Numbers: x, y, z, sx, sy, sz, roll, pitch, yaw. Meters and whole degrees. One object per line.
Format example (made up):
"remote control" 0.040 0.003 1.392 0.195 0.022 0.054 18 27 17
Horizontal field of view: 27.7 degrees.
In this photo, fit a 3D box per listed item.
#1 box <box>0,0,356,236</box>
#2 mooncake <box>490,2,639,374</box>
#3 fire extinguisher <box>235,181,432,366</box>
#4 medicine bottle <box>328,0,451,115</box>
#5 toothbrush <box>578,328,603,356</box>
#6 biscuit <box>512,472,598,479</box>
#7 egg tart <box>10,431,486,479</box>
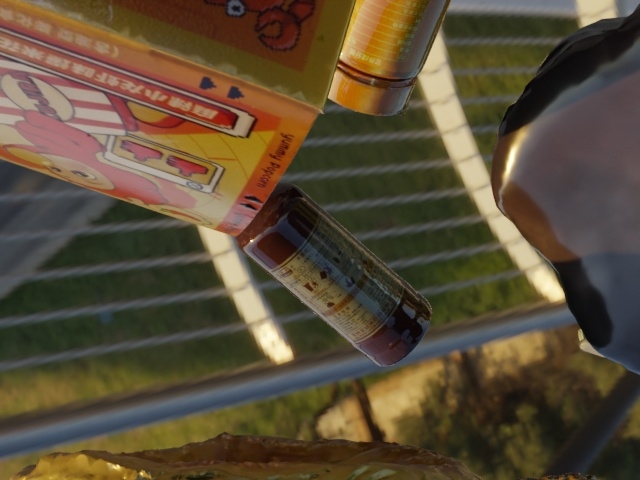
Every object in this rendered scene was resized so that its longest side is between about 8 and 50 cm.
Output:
"box" -0.133 -0.158 0.752 0.283 0.214 0.259 18 164 -9
"mooncake" 0.328 -0.005 0.857 0.350 0.381 0.212 -7 -162 36
"fire extinguisher" 0.000 0.000 1.065 0.099 0.231 0.071 -46 -159 2
"medicine bottle" 0.061 -0.207 1.078 0.096 0.096 0.192 -8 130 -39
"toothbrush" 0.370 0.128 1.304 0.263 0.026 0.022 16 134 -20
"biscuit" 0.148 0.242 1.201 0.230 0.025 0.131 -12 162 16
"egg tart" -0.048 0.203 0.885 0.341 0.132 0.341 1 175 0
